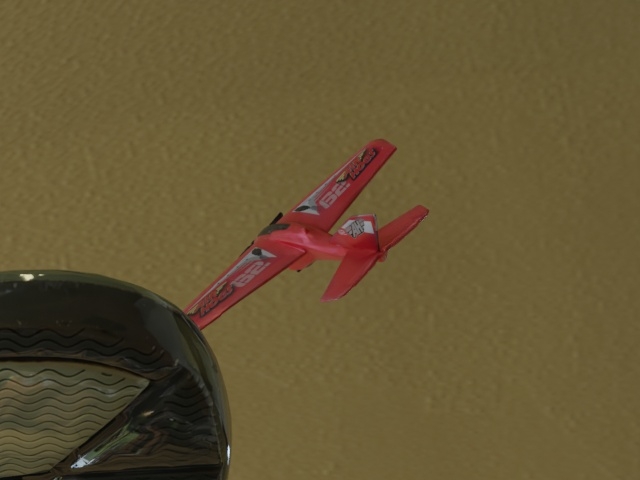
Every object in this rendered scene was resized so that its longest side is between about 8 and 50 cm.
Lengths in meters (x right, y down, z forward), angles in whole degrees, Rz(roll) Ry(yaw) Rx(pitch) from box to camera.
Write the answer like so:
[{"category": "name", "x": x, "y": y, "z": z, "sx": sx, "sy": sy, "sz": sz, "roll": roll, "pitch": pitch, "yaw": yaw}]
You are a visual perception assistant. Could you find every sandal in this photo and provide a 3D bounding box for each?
[{"category": "sandal", "x": -0.105, "y": 0.060, "z": 0.472, "sx": 0.120, "sy": 0.303, "sz": 0.086, "roll": 8, "pitch": -111, "yaw": -14}]

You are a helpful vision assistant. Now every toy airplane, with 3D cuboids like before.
[{"category": "toy airplane", "x": 0.000, "y": 0.000, "z": 0.780, "sx": 0.151, "sy": 0.151, "sz": 0.028, "roll": -43, "pitch": -74, "yaw": -23}]
